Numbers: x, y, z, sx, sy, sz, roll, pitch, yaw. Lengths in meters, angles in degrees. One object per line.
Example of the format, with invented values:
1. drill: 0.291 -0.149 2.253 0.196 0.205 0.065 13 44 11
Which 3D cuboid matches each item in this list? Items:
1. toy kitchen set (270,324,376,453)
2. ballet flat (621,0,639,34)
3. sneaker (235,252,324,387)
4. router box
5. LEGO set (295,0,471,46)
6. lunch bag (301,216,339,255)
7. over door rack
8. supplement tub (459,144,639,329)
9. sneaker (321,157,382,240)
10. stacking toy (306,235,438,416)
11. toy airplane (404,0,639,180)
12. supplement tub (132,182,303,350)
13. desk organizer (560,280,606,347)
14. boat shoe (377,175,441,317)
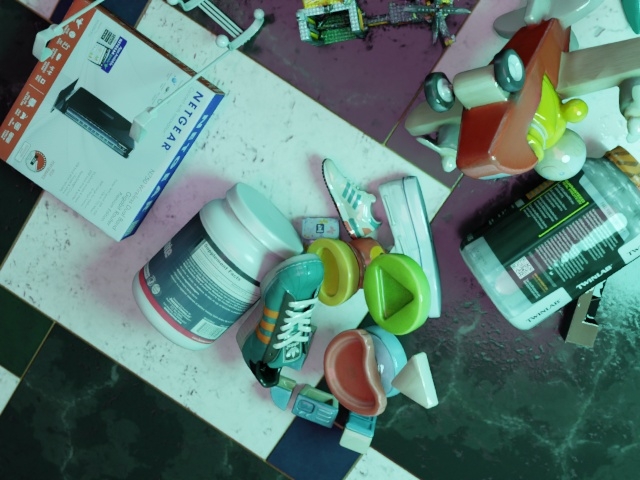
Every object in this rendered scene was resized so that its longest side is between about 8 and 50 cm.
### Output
1. toy kitchen set: 0.019 0.265 1.509 0.207 0.122 0.166 20 102 4
2. ballet flat: 0.521 -0.445 1.344 0.067 0.073 0.206 -23 100 -3
3. sneaker: -0.055 0.145 1.412 0.121 0.108 0.302 63 145 29
4. router box: -0.391 -0.221 1.498 0.301 0.082 0.335 35 103 1
5. LEGO set: 0.078 -0.443 1.338 0.332 0.192 0.254 0 100 7
6. lunch bag: 0.000 0.000 1.500 0.071 0.053 0.083 3 96 4
7. over door rack: -0.281 -0.357 1.375 0.239 0.108 0.324 41 69 3
8. supplement tub: 0.412 -0.007 1.372 0.316 0.193 0.193 -36 94 13
9. sneaker: 0.058 -0.083 1.481 0.075 0.057 0.161 -24 97 0
10. stacking toy: 0.121 0.136 1.388 0.280 0.131 0.308 -2 98 51
11. toy airplane: 0.342 -0.227 1.284 0.385 0.386 0.272 -30 111 1
12. supplement tub: -0.184 0.048 1.463 0.272 0.191 0.191 -43 92 12
13. desk organizer: 0.476 0.122 1.461 0.050 0.047 0.130 14 102 3
14. boat shoe: 0.161 0.016 1.470 0.084 0.095 0.258 -11 88 14
